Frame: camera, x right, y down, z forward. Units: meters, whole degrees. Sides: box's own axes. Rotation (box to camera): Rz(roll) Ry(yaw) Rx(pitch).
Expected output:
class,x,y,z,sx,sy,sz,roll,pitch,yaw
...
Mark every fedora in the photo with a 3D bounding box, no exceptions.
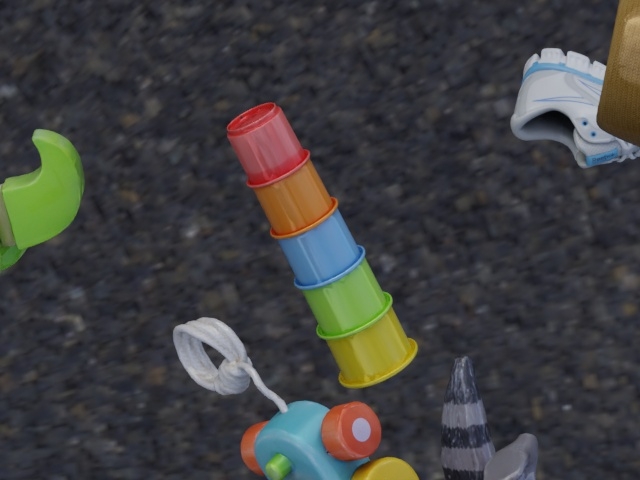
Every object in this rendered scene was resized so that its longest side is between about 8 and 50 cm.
class,x,y,z,sx,sy,sz,roll,pitch,yaw
fedora,0.211,-0.105,1.157,0.079,0.194,0.194,11,72,16

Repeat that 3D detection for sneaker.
class,x,y,z,sx,sy,sz,roll,pitch,yaw
sneaker,0.229,-0.080,1.427,0.083,0.191,0.071,-61,151,-34

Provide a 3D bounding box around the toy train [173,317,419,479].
class,x,y,z,sx,sy,sz,roll,pitch,yaw
toy train,-0.020,0.111,0.677,0.125,0.166,0.046,24,49,27

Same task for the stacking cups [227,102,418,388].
class,x,y,z,sx,sy,sz,roll,pitch,yaw
stacking cups,0.000,0.000,2.049,0.096,0.096,0.316,-34,109,-27

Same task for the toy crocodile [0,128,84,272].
class,x,y,z,sx,sy,sz,roll,pitch,yaw
toy crocodile,-0.344,0.001,1.538,0.341,0.115,0.105,-13,105,14

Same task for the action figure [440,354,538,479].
class,x,y,z,sx,sy,sz,roll,pitch,yaw
action figure,0.159,0.251,1.288,0.330,0.341,0.178,63,35,-26
